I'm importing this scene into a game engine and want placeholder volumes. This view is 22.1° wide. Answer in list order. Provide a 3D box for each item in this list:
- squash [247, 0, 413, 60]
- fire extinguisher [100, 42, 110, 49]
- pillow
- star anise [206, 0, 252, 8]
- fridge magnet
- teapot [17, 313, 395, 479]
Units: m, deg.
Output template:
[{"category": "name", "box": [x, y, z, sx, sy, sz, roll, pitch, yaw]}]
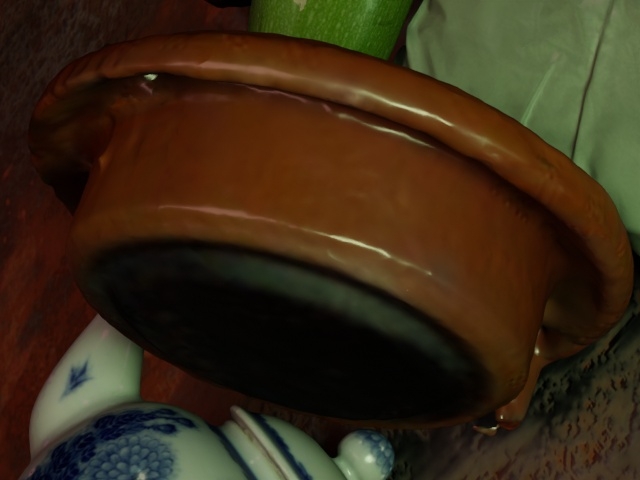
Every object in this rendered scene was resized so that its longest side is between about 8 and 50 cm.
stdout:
[{"category": "squash", "box": [0.035, -0.230, 1.023, 0.107, 0.107, 0.395, 34, 110, 42]}, {"category": "fire extinguisher", "box": [-0.085, -0.084, 1.240, 0.341, 0.105, 0.141, 20, 66, 44]}, {"category": "pillow", "box": [0.182, -0.137, 0.976, 0.310, 0.138, 0.283, 32, 107, 40]}, {"category": "star anise", "box": [-0.016, -0.227, 1.188, 0.190, 0.126, 0.220, -66, 24, 10]}, {"category": "fridge magnet", "box": [0.000, 0.000, 0.954, 0.363, 0.363, 0.155, -5, 58, 42]}, {"category": "teapot", "box": [-0.069, 0.212, 1.079, 0.280, 0.252, 0.424, -33, 75, -9]}]
